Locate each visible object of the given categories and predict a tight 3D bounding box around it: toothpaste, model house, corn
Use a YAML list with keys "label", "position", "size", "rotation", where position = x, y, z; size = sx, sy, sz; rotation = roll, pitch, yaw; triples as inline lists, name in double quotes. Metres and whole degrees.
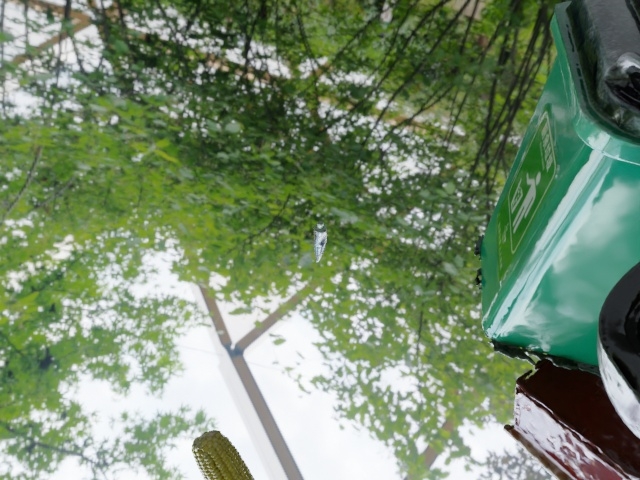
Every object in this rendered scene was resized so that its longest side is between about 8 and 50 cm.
- label: "toothpaste"
  position: [0.000, 0.000, 0.801]
  size: [0.019, 0.083, 0.027]
  rotation: [19, -125, 14]
- label: "model house"
  position: [0.374, 0.275, 0.745]
  size: [0.159, 0.254, 0.196]
  rotation: [-30, -135, -23]
- label: "corn"
  position: [-0.160, 0.468, 1.015]
  size: [0.081, 0.249, 0.081]
  rotation: [-27, -171, 5]

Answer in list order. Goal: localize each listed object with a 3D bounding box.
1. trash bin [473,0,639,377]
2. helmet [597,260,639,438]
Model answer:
- label: "trash bin"
  position: [0.339, -0.042, 0.574]
  size: [0.294, 0.381, 0.259]
  rotation: [14, -132, 1]
- label: "helmet"
  position: [0.274, 0.096, 0.367]
  size: [0.176, 0.107, 0.153]
  rotation: [33, -117, 26]
